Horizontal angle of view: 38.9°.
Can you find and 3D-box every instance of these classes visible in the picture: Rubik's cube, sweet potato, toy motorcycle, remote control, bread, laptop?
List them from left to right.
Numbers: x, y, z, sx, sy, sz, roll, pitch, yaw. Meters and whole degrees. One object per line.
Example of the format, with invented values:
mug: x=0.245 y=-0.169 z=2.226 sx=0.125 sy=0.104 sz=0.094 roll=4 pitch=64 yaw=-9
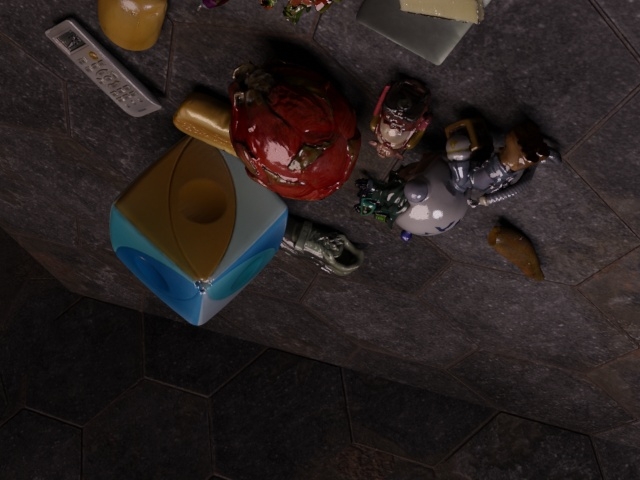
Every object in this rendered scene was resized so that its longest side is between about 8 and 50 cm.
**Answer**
remote control: x=-0.520 y=-0.423 z=2.214 sx=0.109 sy=0.055 sz=0.313 roll=-10 pitch=136 yaw=42
bread: x=-0.408 y=-0.481 z=1.930 sx=0.147 sy=0.098 sz=0.217 roll=29 pitch=155 yaw=-3
Rubik's cube: x=-0.320 y=-0.027 z=2.390 sx=0.352 sy=0.347 sz=0.351 roll=40 pitch=156 yaw=10
bread: x=-0.204 y=-0.265 z=2.197 sx=0.305 sy=0.091 sz=0.142 roll=26 pitch=150 yaw=-5
toy motorcycle: x=0.134 y=-0.107 z=2.267 sx=0.100 sy=0.058 sz=0.173 roll=13 pitch=157 yaw=7
laptop: x=0.183 y=-0.421 z=1.608 sx=0.187 sy=0.015 sz=0.269 roll=27 pitch=156 yaw=-6
bread: x=0.204 y=-0.412 z=1.553 sx=0.153 sy=0.028 sz=0.068 roll=15 pitch=154 yaw=24
sweet potato: x=0.484 y=0.026 z=2.211 sx=0.077 sy=0.077 sz=0.243 roll=-2 pitch=154 yaw=45

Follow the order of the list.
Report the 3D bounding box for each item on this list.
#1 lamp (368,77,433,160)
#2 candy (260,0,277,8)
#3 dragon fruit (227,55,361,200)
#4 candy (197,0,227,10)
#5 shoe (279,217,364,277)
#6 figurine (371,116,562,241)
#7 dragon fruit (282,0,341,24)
lamp: x=0.158 y=-0.238 z=1.901 sx=0.118 sy=0.118 sz=0.253 roll=24 pitch=155 yaw=0
candy: x=-0.122 y=-0.484 z=1.617 sx=0.056 sy=0.049 sz=0.185 roll=92 pitch=153 yaw=-59
dragon fruit: x=-0.054 y=-0.229 z=1.923 sx=0.277 sy=0.278 sz=0.342 roll=11 pitch=158 yaw=27
candy: x=-0.197 y=-0.487 z=1.790 sx=0.175 sy=0.045 sz=0.043 roll=-14 pitch=103 yaw=57
shoe: x=0.000 y=0.002 z=2.566 sx=0.292 sy=0.109 sz=0.149 roll=30 pitch=151 yaw=-21
figurine: x=0.274 y=-0.133 z=1.874 sx=0.261 sy=0.186 sz=0.382 roll=-5 pitch=160 yaw=-47
dragon fruit: x=-0.012 y=-0.461 z=1.558 sx=0.135 sy=0.137 sz=0.236 roll=30 pitch=158 yaw=-8
